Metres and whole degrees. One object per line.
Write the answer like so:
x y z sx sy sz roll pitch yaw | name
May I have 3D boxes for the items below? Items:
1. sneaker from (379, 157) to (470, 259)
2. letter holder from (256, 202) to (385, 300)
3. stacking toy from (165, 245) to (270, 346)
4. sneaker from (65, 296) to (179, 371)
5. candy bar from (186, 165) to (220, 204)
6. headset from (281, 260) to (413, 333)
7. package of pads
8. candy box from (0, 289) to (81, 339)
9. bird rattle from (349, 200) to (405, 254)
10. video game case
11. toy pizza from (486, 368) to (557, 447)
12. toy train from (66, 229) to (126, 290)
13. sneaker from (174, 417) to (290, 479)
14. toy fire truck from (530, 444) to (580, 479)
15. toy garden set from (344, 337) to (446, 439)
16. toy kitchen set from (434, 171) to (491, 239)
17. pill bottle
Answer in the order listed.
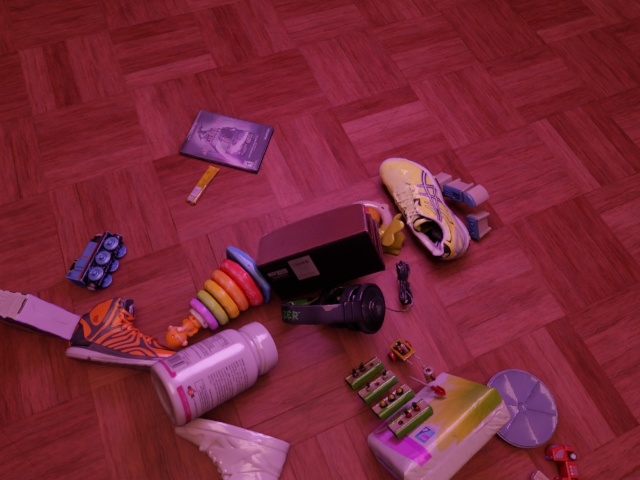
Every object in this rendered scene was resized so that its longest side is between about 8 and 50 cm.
0.310 -0.109 1.362 0.384 0.145 0.147 53 33 17 | sneaker
0.000 0.000 1.202 0.302 0.152 0.214 -18 41 14 | letter holder
-0.289 0.178 1.199 0.175 0.166 0.302 43 66 11 | stacking toy
-0.501 0.246 1.181 0.321 0.124 0.180 9 65 0 | sneaker
-0.387 -0.184 1.454 0.040 0.018 0.161 22 65 11 | candy bar
0.085 0.152 1.208 0.394 0.243 0.185 -1 87 -26 | headset
0.277 0.458 1.077 0.296 0.229 0.101 -34 94 -16 | package of pads
-0.759 0.188 1.136 0.196 0.165 0.070 3 63 23 | candy box
0.137 -0.035 1.389 0.254 0.143 0.207 -3 52 9 | bird rattle
-0.321 -0.346 1.535 0.274 0.026 0.196 15 64 2 | video game case
0.540 0.455 1.204 0.201 0.032 0.201 2 63 -3 | toy pizza
-0.648 0.056 1.289 0.105 0.080 0.184 11 64 8 | toy train
-0.236 0.538 1.068 0.293 0.108 0.169 15 61 2 | sneaker
0.586 0.620 1.119 0.135 0.047 0.192 3 63 -1 | toy fire truck
0.200 0.355 1.134 0.204 0.049 0.244 -30 28 -17 | toy garden set
0.433 -0.103 1.451 0.122 0.166 0.207 -29 33 -17 | toy kitchen set
-0.258 0.321 1.108 0.283 0.160 0.160 -21 66 -35 | pill bottle
